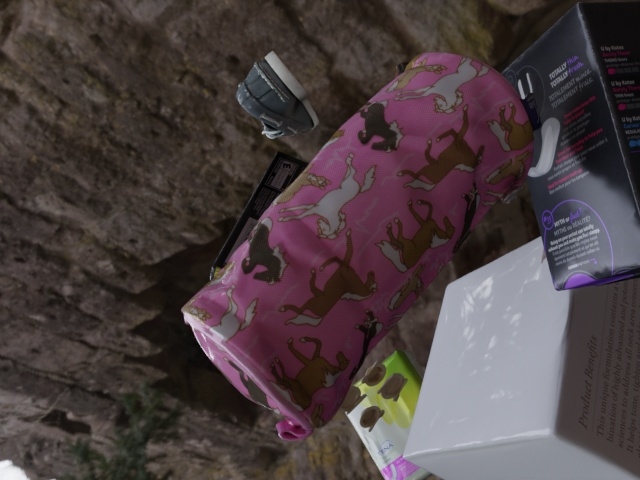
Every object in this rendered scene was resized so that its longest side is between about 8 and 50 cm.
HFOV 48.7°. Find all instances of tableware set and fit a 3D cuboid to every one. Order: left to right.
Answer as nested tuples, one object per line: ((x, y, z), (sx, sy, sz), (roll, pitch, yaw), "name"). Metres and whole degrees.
((0.109, 0.324, 1.487), (0.168, 0.141, 0.020), (41, 178, -42), "tableware set")

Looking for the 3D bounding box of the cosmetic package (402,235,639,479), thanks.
((0.402, 0.236, 1.060), (0.393, 0.327, 0.330), (30, -122, -14), "cosmetic package")

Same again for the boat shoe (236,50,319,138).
((-0.077, -0.234, 1.225), (0.116, 0.099, 0.319), (50, -178, 4), "boat shoe")

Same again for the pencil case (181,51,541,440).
((0.046, -0.004, 0.672), (0.167, 0.386, 0.160), (32, 161, 31), "pencil case")

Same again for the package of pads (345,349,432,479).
((0.207, 0.461, 1.799), (0.101, 0.229, 0.297), (11, -138, -58), "package of pads")

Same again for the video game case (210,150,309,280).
((0.000, 0.000, 1.075), (0.248, 0.035, 0.275), (22, -132, 2), "video game case")

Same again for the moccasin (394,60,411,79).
((0.187, -0.257, 1.428), (0.380, 0.139, 0.147), (-89, 0, -65), "moccasin")

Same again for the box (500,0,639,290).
((0.322, -0.097, 0.762), (0.143, 0.165, 0.271), (-8, -101, -18), "box")
